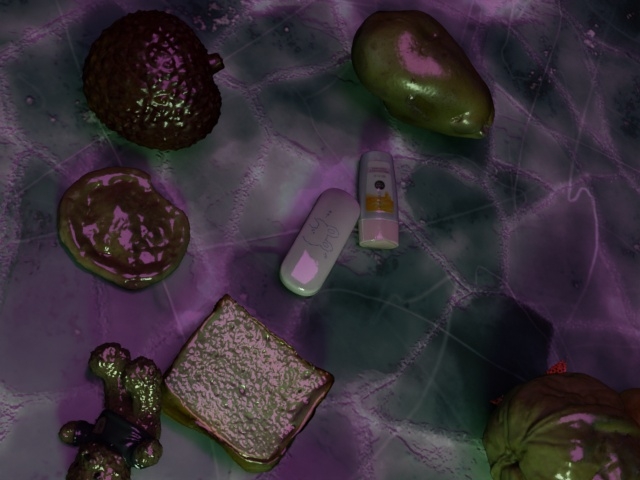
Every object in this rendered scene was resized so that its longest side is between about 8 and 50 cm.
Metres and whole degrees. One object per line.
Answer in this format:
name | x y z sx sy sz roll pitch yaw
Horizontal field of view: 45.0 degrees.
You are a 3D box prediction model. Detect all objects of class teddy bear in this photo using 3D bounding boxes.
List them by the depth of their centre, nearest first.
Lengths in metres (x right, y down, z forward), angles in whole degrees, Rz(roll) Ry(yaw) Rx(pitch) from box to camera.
teddy bear | -0.313 0.299 1.225 0.129 0.182 0.251 36 66 -49

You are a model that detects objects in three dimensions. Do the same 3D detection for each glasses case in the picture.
glasses case | 0.000 0.000 1.482 0.092 0.059 0.233 33 64 -5

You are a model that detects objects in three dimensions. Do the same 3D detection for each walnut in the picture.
walnut | 0.446 0.384 1.392 0.276 0.282 0.253 4 109 -14

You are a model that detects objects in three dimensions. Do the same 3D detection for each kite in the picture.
kite | 0.448 0.333 1.552 0.222 0.008 0.125 -21 79 -26

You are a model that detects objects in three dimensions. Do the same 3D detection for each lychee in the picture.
lychee | -0.296 -0.282 1.378 0.260 0.260 0.261 7 68 -18

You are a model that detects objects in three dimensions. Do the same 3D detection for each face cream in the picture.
face cream | 0.115 -0.082 1.556 0.084 0.057 0.198 3 69 -10

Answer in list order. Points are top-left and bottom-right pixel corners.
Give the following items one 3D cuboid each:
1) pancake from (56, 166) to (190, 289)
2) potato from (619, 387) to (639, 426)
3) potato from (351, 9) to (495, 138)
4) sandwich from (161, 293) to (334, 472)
pancake | -0.347 -0.028 1.375 0.222 0.042 0.236 -23 80 -28
potato | 0.662 0.439 1.517 0.173 0.140 0.300 6 67 -25
potato | 0.221 -0.336 1.603 0.351 0.218 0.202 37 89 -6
sandwich | -0.131 0.252 1.324 0.251 0.087 0.226 36 61 -2
